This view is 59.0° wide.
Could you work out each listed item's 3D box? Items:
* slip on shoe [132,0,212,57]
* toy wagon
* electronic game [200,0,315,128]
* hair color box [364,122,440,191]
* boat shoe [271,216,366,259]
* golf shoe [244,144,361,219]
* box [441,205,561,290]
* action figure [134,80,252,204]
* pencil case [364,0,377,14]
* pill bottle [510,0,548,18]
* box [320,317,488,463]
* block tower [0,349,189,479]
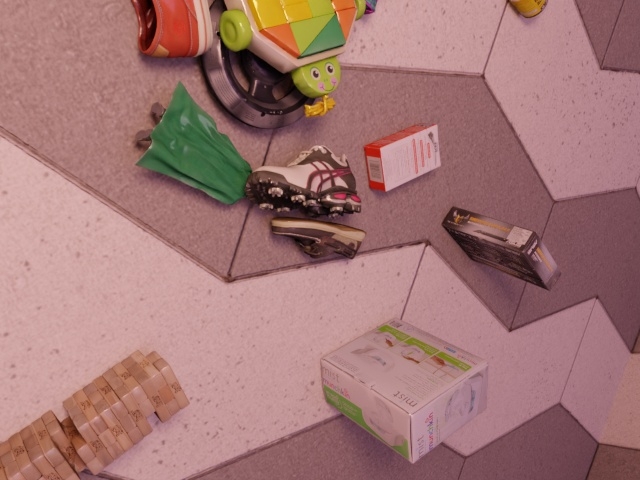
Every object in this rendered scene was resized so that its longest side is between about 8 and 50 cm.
[{"bbox_3d":[-0.229,-0.395,0.721,0.101,0.123,0.331,-27,125,-26],"label":"slip on shoe"},{"bbox_3d":[-0.038,-0.363,0.862,0.267,0.068,0.344,-30,104,-36],"label":"toy wagon"},{"bbox_3d":[-0.088,-0.295,0.911,0.229,0.048,0.229,-6,100,-38],"label":"electronic game"},{"bbox_3d":[0.171,-0.173,1.164,0.167,0.053,0.093,-25,118,-30],"label":"hair color box"},{"bbox_3d":[0.000,0.000,1.060,0.224,0.080,0.073,7,95,-45],"label":"boat shoe"},{"bbox_3d":[-0.033,-0.108,0.985,0.273,0.105,0.120,6,77,-55],"label":"golf shoe"},{"bbox_3d":[0.418,0.016,1.312,0.183,0.231,0.056,40,81,-40],"label":"box"},{"bbox_3d":[-0.176,-0.123,0.885,0.232,0.063,0.137,37,78,-48],"label":"action figure"},{"bbox_3d":[0.101,-0.471,1.001,0.070,0.064,0.151,38,79,-25],"label":"pencil case"},{"bbox_3d":[0.458,-0.555,1.270,0.116,0.065,0.065,22,90,-41],"label":"pill bottle"},{"bbox_3d":[0.171,0.294,1.178,0.231,0.262,0.126,-23,118,-34],"label":"box"},{"bbox_3d":[-0.369,0.302,0.844,0.335,0.091,0.097,-33,122,-27],"label":"block tower"}]
